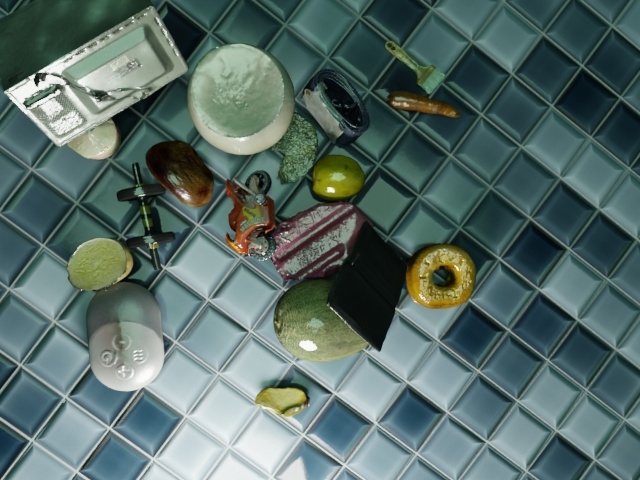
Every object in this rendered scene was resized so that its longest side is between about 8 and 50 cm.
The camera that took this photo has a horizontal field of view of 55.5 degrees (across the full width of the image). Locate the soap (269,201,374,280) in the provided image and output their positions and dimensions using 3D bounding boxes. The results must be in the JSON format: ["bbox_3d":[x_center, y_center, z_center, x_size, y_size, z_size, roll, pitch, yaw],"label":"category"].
[{"bbox_3d":[0.000,0.000,1.860,0.325,0.127,0.220,-32,90,1],"label":"soap"}]

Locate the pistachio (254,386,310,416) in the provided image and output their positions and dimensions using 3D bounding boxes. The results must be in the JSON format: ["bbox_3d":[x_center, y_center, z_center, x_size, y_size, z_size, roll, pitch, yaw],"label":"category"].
[{"bbox_3d":[-0.118,0.508,1.907,0.173,0.049,0.089,1,68,-3],"label":"pistachio"}]

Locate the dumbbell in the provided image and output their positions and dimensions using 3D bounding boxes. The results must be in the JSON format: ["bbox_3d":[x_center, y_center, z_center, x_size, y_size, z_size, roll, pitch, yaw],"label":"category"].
[{"bbox_3d":[-0.520,-0.071,1.815,0.143,0.143,0.325,-11,92,-4],"label":"dumbbell"}]

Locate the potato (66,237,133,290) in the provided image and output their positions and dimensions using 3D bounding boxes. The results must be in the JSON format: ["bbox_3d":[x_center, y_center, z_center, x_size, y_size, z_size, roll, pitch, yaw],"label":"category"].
[{"bbox_3d":[-0.653,0.078,1.829,0.201,0.081,0.164,-19,78,10],"label":"potato"}]

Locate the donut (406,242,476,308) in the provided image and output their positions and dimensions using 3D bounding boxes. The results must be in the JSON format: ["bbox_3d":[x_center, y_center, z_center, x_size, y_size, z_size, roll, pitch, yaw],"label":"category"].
[{"bbox_3d":[0.379,0.112,1.907,0.227,0.114,0.226,0,90,-3],"label":"donut"}]

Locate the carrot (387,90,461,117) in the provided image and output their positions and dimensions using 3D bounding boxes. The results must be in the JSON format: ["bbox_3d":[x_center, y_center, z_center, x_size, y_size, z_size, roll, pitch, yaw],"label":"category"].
[{"bbox_3d":[0.331,-0.428,1.922,0.248,0.059,0.059,10,90,-7],"label":"carrot"}]

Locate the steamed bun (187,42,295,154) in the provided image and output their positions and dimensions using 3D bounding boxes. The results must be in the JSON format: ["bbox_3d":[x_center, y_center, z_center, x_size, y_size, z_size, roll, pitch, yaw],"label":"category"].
[{"bbox_3d":[-0.233,-0.414,1.798,0.325,0.206,0.323,0,88,-2],"label":"steamed bun"}]

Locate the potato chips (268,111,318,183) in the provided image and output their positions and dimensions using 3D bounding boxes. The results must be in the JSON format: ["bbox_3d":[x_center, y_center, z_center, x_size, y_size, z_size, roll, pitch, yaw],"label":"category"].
[{"bbox_3d":[-0.102,-0.292,1.902,0.202,0.029,0.219,-17,91,-7],"label":"potato chips"}]

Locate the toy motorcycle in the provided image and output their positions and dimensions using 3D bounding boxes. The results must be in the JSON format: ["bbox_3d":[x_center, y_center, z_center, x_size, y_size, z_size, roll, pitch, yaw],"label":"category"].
[{"bbox_3d":[-0.211,-0.070,1.814,0.171,0.089,0.297,-18,64,24],"label":"toy motorcycle"}]

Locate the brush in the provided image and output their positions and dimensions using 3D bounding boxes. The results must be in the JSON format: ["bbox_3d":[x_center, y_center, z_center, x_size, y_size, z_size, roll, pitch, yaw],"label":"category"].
[{"bbox_3d":[0.294,-0.561,1.936,0.218,0.010,0.082,40,88,-4],"label":"brush"}]

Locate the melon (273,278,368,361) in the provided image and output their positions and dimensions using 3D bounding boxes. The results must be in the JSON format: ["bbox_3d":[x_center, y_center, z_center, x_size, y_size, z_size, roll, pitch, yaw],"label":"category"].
[{"bbox_3d":[0.019,0.237,1.810,0.330,0.249,0.248,3,91,-22],"label":"melon"}]

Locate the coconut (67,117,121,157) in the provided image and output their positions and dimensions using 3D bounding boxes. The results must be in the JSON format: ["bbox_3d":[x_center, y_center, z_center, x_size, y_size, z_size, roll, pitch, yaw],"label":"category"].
[{"bbox_3d":[-0.668,-0.314,1.793,0.147,0.153,0.146,0,93,-7],"label":"coconut"}]

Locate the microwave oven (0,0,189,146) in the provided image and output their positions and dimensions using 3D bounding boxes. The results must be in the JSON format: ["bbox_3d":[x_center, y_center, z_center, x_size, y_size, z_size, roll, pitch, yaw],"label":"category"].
[{"bbox_3d":[-0.638,-0.521,1.679,0.432,0.236,0.374,-31,57,-3],"label":"microwave oven"}]

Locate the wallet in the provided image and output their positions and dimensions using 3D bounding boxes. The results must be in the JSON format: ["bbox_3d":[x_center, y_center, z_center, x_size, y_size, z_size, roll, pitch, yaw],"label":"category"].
[{"bbox_3d":[0.144,0.125,1.764,0.247,0.041,0.322,45,49,-26],"label":"wallet"}]

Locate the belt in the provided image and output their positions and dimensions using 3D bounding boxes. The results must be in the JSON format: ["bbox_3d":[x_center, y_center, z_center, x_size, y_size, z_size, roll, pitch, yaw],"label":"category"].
[{"bbox_3d":[0.043,-0.403,1.866,0.140,0.126,0.230,-39,93,-26],"label":"belt"}]

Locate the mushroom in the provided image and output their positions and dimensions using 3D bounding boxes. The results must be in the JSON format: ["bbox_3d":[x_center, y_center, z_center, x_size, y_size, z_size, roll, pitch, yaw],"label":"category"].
[{"bbox_3d":[-0.403,-0.205,1.798,0.231,0.194,0.138,44,88,-15],"label":"mushroom"}]

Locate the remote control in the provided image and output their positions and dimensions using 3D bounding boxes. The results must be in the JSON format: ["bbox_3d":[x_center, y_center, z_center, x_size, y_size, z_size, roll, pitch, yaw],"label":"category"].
[{"bbox_3d":[-0.589,0.290,1.838,0.221,0.103,0.331,-5,90,-6],"label":"remote control"}]

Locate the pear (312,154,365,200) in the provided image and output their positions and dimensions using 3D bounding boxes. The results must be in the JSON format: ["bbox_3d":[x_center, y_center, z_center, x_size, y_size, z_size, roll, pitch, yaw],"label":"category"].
[{"bbox_3d":[0.053,-0.192,1.857,0.162,0.149,0.148,-7,92,-11],"label":"pear"}]
